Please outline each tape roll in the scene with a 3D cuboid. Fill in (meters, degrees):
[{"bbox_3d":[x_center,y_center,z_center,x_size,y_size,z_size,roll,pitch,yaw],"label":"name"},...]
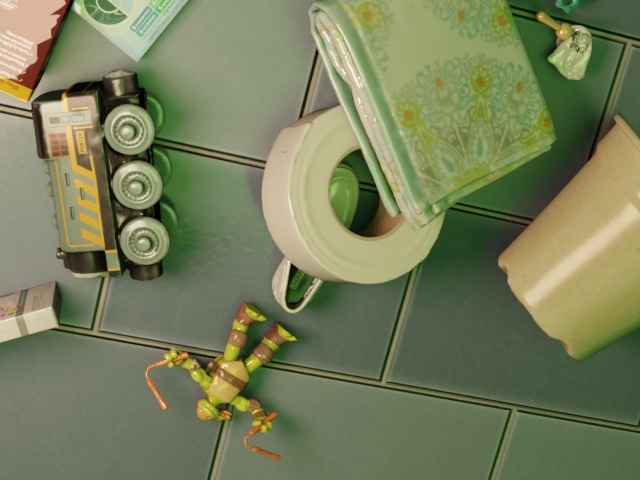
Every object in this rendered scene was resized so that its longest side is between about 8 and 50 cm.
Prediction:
[{"bbox_3d":[0.054,-0.074,1.905,0.286,0.100,0.286,0,90,-27],"label":"tape roll"}]

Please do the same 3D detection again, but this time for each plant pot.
[{"bbox_3d":[0.468,0.018,1.971,0.305,0.334,0.334,-40,109,15],"label":"plant pot"}]

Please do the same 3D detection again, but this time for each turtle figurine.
[{"bbox_3d":[-0.134,0.225,2.019,0.269,0.087,0.217,36,90,-9],"label":"turtle figurine"}]

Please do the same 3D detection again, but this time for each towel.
[{"bbox_3d":[0.180,-0.243,1.872,0.321,0.090,0.374,-29,103,-29],"label":"towel"}]

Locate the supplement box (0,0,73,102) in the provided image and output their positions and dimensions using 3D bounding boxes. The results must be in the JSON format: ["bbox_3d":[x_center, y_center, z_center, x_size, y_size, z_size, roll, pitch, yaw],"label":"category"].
[{"bbox_3d":[-0.460,-0.334,1.738,0.191,0.129,0.194,24,108,-13],"label":"supplement box"}]

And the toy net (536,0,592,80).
[{"bbox_3d":[0.397,-0.375,1.966,0.122,0.045,0.232,-21,110,-6],"label":"toy net"}]

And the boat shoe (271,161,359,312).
[{"bbox_3d":[0.000,0.000,1.978,0.095,0.084,0.258,17,102,-14],"label":"boat shoe"}]

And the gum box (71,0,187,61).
[{"bbox_3d":[-0.298,-0.387,1.833,0.184,0.041,0.157,38,97,-18],"label":"gum box"}]

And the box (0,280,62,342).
[{"bbox_3d":[-0.497,0.122,1.891,0.186,0.145,0.038,-17,106,-5],"label":"box"}]

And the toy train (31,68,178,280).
[{"bbox_3d":[-0.328,-0.094,1.872,0.190,0.142,0.333,-4,109,3],"label":"toy train"}]
